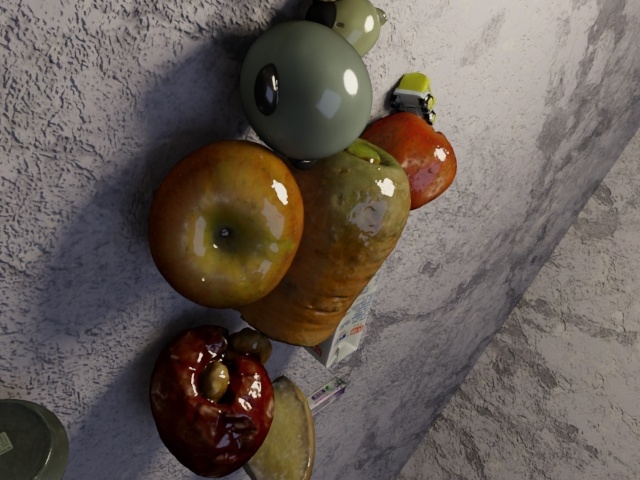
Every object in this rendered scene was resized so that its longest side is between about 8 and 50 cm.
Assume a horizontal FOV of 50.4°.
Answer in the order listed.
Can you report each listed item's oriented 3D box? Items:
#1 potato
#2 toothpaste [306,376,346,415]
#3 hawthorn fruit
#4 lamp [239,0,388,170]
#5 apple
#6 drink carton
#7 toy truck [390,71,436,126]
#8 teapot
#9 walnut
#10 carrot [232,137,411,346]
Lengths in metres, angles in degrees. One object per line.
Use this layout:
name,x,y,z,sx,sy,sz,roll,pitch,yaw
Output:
potato,-0.068,0.471,1.486,0.189,0.264,0.211,-30,139,-18
toothpaste,-0.018,0.412,1.699,0.196,0.040,0.047,-28,140,-34
hawthorn fruit,0.136,-0.126,1.213,0.200,0.179,0.179,-46,149,-10
lamp,-0.007,-0.228,0.924,0.243,0.198,0.197,-67,155,-20
apple,-0.128,-0.026,0.939,0.210,0.173,0.235,36,104,-17
drink carton,0.033,0.093,1.344,0.107,0.130,0.314,-22,138,-39
toy truck,0.179,-0.256,1.245,0.077,0.076,0.111,-68,154,-18
teapot,-0.444,0.344,0.936,0.203,0.171,0.225,-20,144,-27
walnut,-0.179,0.269,1.184,0.244,0.222,0.269,-56,172,-39
carrot,0.000,0.000,1.105,0.224,0.224,0.340,-8,130,-50
